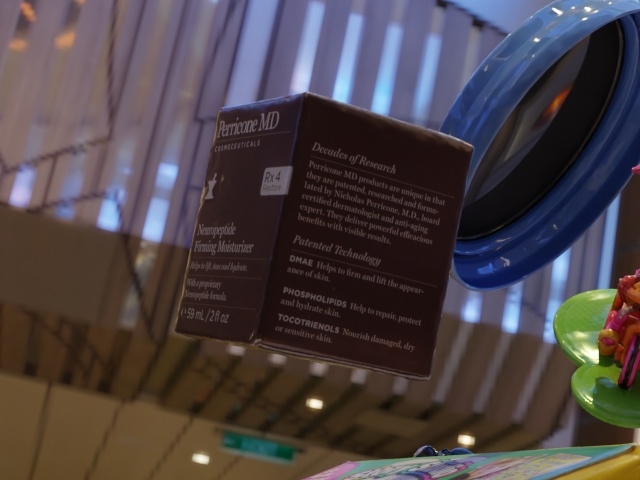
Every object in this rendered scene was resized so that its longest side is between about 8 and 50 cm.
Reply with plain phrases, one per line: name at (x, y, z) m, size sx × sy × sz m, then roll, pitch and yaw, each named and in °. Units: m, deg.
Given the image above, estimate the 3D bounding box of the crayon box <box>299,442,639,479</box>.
crayon box at (0.095, 0.284, 0.825) m, size 0.106 × 0.313 × 0.363 m, roll -18°, pitch -3°, yaw -24°

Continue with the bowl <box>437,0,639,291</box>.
bowl at (0.266, -0.118, 1.687) m, size 0.077 × 0.391 × 0.391 m, roll 41°, pitch -5°, yaw 29°

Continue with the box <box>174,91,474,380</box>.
box at (0.000, 0.000, 1.202) m, size 0.167 × 0.203 × 0.168 m, roll 14°, pitch -7°, yaw -28°

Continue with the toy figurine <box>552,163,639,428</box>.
toy figurine at (0.237, 0.020, 1.005) m, size 0.130 × 0.173 × 0.159 m, roll 18°, pitch -57°, yaw 15°

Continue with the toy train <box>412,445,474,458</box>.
toy train at (0.154, 0.297, 1.485) m, size 0.080 × 0.184 × 0.105 m, roll -19°, pitch -33°, yaw -50°
